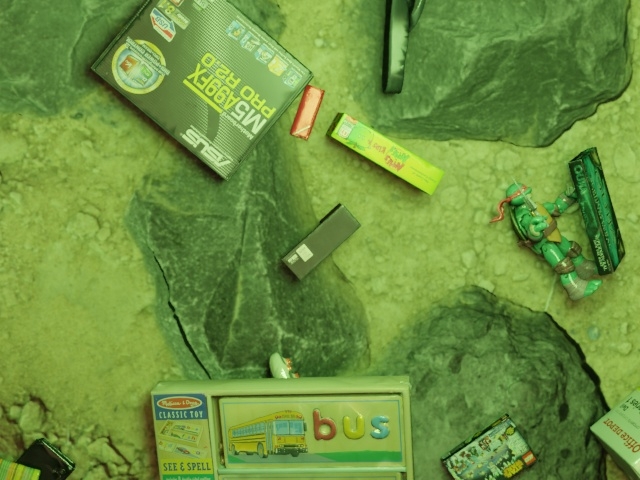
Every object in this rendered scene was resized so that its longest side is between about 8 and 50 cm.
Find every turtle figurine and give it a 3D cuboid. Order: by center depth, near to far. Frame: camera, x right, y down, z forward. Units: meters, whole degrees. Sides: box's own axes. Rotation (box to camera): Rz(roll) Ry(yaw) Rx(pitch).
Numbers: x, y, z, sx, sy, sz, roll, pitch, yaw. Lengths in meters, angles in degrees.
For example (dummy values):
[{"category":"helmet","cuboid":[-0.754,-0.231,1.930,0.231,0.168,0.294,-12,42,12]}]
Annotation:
[{"category":"turtle figurine","cuboid":[0.367,-0.025,1.701,0.234,0.118,0.175,55,49,-11]}]

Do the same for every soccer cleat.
[{"category":"soccer cleat","cuboid":[-0.054,0.277,1.721,0.076,0.068,0.196,-20,101,0]}]

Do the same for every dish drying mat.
[{"category":"dish drying mat","cuboid":[-0.021,-0.203,1.690,0.032,0.008,0.083,19,95,-7]}]

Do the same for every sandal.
[{"category":"sandal","cuboid":[0.131,-0.356,1.648,0.054,0.097,0.255,2,107,-5]}]

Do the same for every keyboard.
[{"category":"keyboard","cuboid":[-0.471,0.416,1.720,0.108,0.023,0.180,42,93,-2]}]

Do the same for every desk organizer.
[{"category":"desk organizer","cuboid":[0.000,0.000,1.697,0.130,0.050,0.047,-42,99,1]}]

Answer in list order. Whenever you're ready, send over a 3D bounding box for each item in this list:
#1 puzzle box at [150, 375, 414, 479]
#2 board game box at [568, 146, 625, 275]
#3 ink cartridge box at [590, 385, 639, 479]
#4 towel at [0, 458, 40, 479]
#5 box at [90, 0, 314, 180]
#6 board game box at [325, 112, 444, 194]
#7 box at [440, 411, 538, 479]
[{"category":"puzzle box","cuboid":[-0.054,0.350,1.680,0.408,0.052,0.272,-3,103,8]},{"category":"board game box","cuboid":[0.442,-0.049,1.695,0.026,0.126,0.186,-14,98,27]},{"category":"ink cartridge box","cuboid":[0.599,0.284,1.713,0.278,0.201,0.117,-40,98,1]},{"category":"towel","cuboid":[-0.571,0.379,1.697,0.237,0.021,0.102,19,89,-1]},{"category":"box","cuboid":[-0.179,-0.259,1.642,0.270,0.060,0.216,40,92,-9]},{"category":"board game box","cuboid":[0.099,-0.137,1.668,0.181,0.092,0.043,30,93,-8]},{"category":"box","cuboid":[0.282,0.365,1.781,0.137,0.027,0.094,-35,100,-1]}]
